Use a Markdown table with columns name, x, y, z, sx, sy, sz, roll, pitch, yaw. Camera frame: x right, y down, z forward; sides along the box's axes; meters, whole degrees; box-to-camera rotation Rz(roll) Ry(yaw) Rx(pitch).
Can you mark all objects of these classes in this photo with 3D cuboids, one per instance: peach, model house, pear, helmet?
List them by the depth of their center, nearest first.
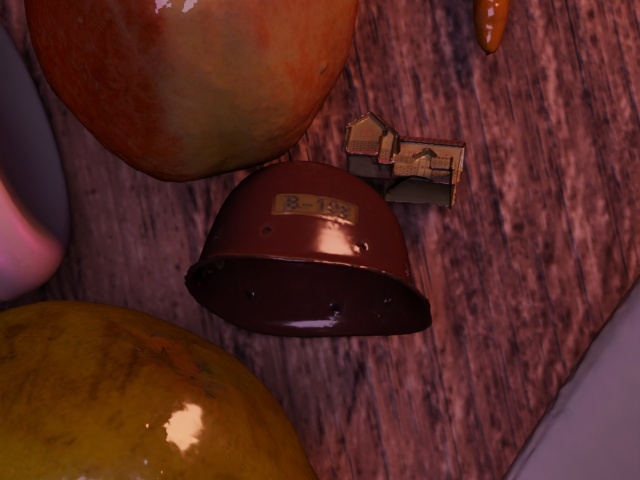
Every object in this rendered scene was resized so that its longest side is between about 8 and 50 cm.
| name | x | y | z | sx | sy | sz | roll | pitch | yaw |
| --- | --- | --- | --- | --- | --- | --- | --- | --- | --- |
| pear | -0.148 | 0.170 | 1.140 | 0.321 | 0.269 | 0.269 | 23 | 90 | 23 |
| peach | -0.085 | -0.148 | 1.180 | 0.232 | 0.256 | 0.232 | 0 | 51 | 0 |
| helmet | 0.000 | 0.000 | 1.198 | 0.175 | 0.155 | 0.106 | 10 | 68 | 5 |
| model house | 0.061 | -0.063 | 1.227 | 0.083 | 0.057 | 0.058 | 6 | 49 | 10 |

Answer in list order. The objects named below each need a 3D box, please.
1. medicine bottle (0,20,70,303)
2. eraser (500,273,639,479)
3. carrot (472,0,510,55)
| name | x | y | z | sx | sy | sz | roll | pitch | yaw |
| --- | --- | --- | --- | --- | --- | --- | --- | --- | --- |
| medicine bottle | -0.354 | -0.036 | 1.190 | 0.302 | 0.241 | 0.241 | -19 | 85 | 6 |
| eraser | 0.283 | 0.094 | 1.081 | 0.331 | 0.150 | 0.331 | 8 | 110 | 22 |
| carrot | 0.131 | -0.302 | 1.229 | 0.069 | 0.069 | 0.336 | 0 | 90 | 8 |
